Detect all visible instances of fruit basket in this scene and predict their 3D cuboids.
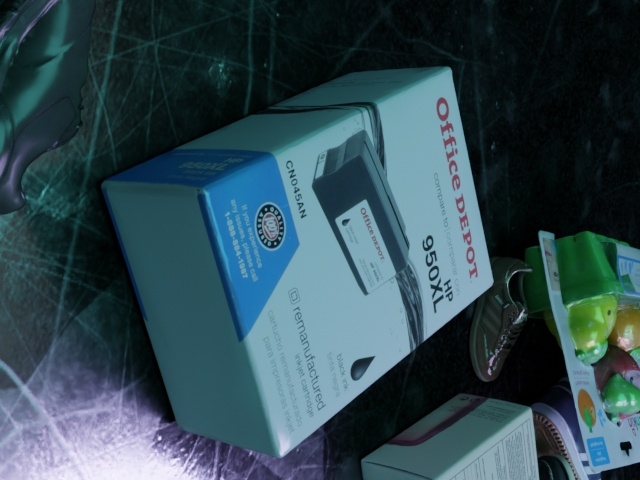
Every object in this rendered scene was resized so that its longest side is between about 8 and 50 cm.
[{"bbox_3d":[0.448,0.165,1.442,0.327,0.165,0.353,11,59,-52],"label":"fruit basket"}]

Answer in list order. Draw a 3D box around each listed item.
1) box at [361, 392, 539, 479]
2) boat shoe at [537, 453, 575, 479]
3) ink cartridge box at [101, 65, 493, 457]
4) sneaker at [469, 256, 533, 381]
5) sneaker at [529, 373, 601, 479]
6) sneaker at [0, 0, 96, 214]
[{"bbox_3d":[0.181,0.325,1.265,0.232,0.126,0.149,-21,109,-43],"label":"box"},{"bbox_3d":[0.307,0.493,1.424,0.113,0.127,0.340,13,85,-20],"label":"boat shoe"},{"bbox_3d":[0.000,0.000,1.018,0.395,0.166,0.285,-32,116,-41],"label":"ink cartridge box"},{"bbox_3d":[0.270,0.118,1.381,0.066,0.071,0.188,7,88,-47],"label":"sneaker"},{"bbox_3d":[0.435,0.354,1.555,0.153,0.099,0.282,-40,118,-35],"label":"sneaker"},{"bbox_3d":[-0.250,-0.153,0.802,0.130,0.109,0.286,42,73,-47],"label":"sneaker"}]
